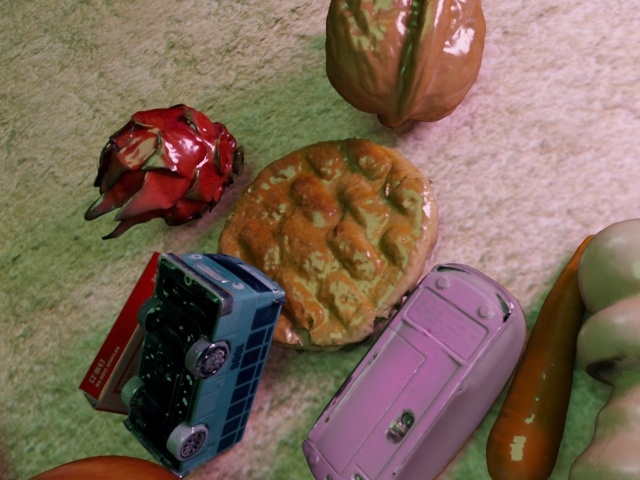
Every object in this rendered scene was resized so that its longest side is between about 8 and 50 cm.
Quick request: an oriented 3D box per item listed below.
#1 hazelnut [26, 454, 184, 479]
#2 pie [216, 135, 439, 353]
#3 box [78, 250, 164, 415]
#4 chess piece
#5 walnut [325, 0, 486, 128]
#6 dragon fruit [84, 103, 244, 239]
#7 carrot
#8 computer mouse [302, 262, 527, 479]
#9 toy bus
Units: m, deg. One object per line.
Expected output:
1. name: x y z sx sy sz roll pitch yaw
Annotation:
1. hazelnut: -0.244 0.412 0.553 0.373 0.315 0.372 0 89 14
2. pie: 0.000 0.000 0.776 0.340 0.083 0.339 -10 65 22
3. box: -0.249 0.140 0.802 0.050 0.123 0.229 19 75 27
4. chess piece: 0.319 0.131 0.506 0.182 0.182 0.330 -4 59 25
5. walnut: 0.116 -0.281 0.772 0.225 0.257 0.257 9 65 -10
6. dragon fruit: -0.254 -0.112 0.875 0.274 0.193 0.192 -23 11 -10
7. carrot: 0.247 0.134 0.596 0.069 0.069 0.335 14 70 31
8. computer mouse: 0.106 0.171 0.635 0.158 0.072 0.310 37 91 42
9. toy bus: -0.144 0.143 0.679 0.128 0.147 0.256 30 113 30
